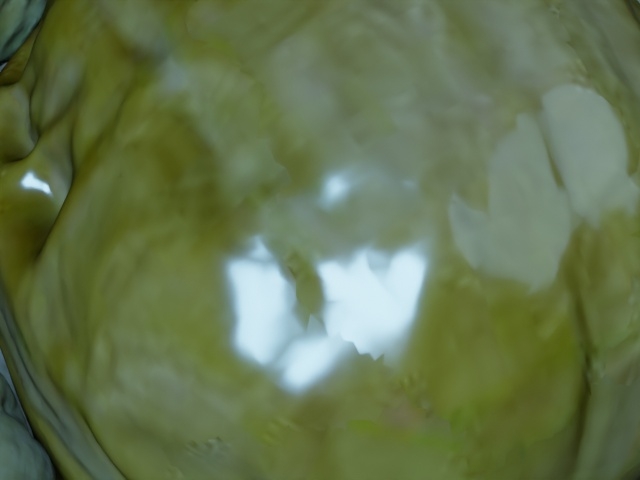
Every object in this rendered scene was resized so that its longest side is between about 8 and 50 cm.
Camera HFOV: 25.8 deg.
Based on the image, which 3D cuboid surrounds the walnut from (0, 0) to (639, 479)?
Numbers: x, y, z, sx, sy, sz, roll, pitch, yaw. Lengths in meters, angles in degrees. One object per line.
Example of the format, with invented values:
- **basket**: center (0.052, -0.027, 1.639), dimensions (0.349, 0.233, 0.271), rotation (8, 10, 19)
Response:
- **walnut**: center (0.000, 0.000, 0.634), dimensions (0.308, 0.354, 0.398), rotation (9, 35, -29)

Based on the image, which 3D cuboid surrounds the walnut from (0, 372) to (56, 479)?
- **walnut**: center (-0.170, 0.092, 0.494), dimensions (0.162, 0.140, 0.140), rotation (-6, 68, -50)

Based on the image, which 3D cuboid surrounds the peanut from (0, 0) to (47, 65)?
- **peanut**: center (-0.208, -0.111, 0.617), dimensions (0.140, 0.153, 0.325), rotation (57, 34, -14)
